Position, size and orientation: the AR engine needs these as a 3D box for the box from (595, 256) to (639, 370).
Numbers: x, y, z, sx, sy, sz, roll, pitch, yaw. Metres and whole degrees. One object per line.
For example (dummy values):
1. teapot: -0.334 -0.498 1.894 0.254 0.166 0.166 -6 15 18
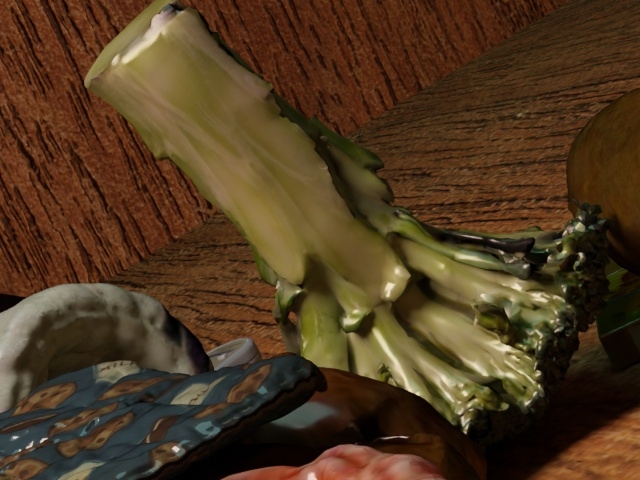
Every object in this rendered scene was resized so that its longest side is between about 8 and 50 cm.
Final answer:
1. box: 0.251 0.026 1.216 0.121 0.030 0.193 -26 11 11

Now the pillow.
1. pillow: -0.130 0.105 0.868 0.189 0.034 0.255 -25 10 -33

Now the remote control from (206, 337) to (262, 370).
1. remote control: -0.139 0.161 1.579 0.087 0.047 0.244 -15 16 44

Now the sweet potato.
1. sweet potato: 0.256 -0.038 1.057 0.158 0.158 0.370 -34 23 -28

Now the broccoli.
1. broccoli: -0.011 0.012 1.105 0.252 0.361 0.221 -63 -6 34

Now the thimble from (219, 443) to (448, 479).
1. thimble: -0.023 0.192 0.673 0.239 0.162 0.239 -23 9 4

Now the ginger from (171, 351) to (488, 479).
1. ginger: -0.093 0.187 0.933 0.418 0.176 0.254 -24 4 10

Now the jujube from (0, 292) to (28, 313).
1. jujube: -0.329 0.195 1.414 0.377 0.258 0.258 -35 7 18

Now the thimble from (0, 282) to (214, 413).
1. thimble: -0.178 0.156 1.216 0.150 0.237 0.237 -24 10 45
